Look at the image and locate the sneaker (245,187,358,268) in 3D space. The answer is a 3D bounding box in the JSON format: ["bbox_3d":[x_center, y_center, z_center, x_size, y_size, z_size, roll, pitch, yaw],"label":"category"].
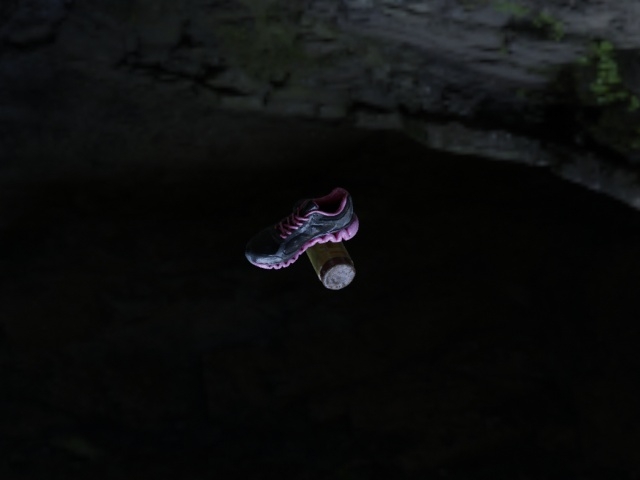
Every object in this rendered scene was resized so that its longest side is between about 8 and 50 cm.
[{"bbox_3d":[-0.019,-0.016,1.088,0.119,0.057,0.047,-25,-126,-19],"label":"sneaker"}]

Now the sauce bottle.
[{"bbox_3d":[0.000,0.000,1.268,0.042,0.042,0.128,-6,-138,-21],"label":"sauce bottle"}]
